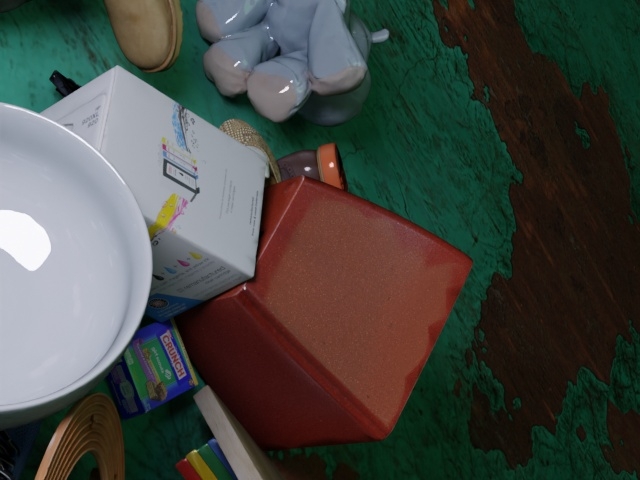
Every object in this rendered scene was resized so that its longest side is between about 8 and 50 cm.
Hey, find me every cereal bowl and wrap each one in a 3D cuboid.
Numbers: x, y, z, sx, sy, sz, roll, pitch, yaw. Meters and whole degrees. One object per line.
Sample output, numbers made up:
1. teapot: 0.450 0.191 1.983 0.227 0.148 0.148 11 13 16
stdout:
1. cereal bowl: -0.341 0.036 1.555 0.339 0.141 0.339 8 61 -15

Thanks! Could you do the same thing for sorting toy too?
1. sorting toy: -0.064 0.330 1.833 0.255 0.089 0.257 55 -2 -29

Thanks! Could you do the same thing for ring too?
1. ring: -0.257 0.315 1.577 0.336 0.032 0.337 8 90 -82

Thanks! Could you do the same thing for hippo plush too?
1. hippo plush: -0.034 -0.276 2.187 0.236 0.234 0.294 51 37 -72

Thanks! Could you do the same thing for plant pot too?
1. plant pot: -0.024 0.074 1.927 0.236 0.267 0.267 41 60 -23

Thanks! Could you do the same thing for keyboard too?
1. keyboard: -0.250 -0.130 1.891 0.192 0.038 0.100 38 8 -40

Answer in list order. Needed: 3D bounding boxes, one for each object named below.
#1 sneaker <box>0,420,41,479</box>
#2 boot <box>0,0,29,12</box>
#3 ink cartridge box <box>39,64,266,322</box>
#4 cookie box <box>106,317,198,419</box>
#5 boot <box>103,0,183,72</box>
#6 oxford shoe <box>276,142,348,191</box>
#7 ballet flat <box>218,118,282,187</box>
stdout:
1. sneaker: -0.330 0.246 1.542 0.130 0.147 0.330 51 39 -30
2. boot: -0.400 -0.349 1.753 0.161 0.083 0.246 -44 117 -52
3. ink cartridge box: -0.206 -0.047 1.795 0.232 0.171 0.168 31 49 -34
4. cookie box: -0.200 0.147 1.861 0.107 0.040 0.092 -26 95 -57
5. boot: -0.283 -0.293 1.802 0.269 0.089 0.236 -19 99 -54
6. oxford shoe: 0.000 0.000 2.183 0.097 0.098 0.271 -82 162 -69
7. ballet flat: -0.076 -0.063 2.092 0.206 0.073 0.067 66 -7 -9
